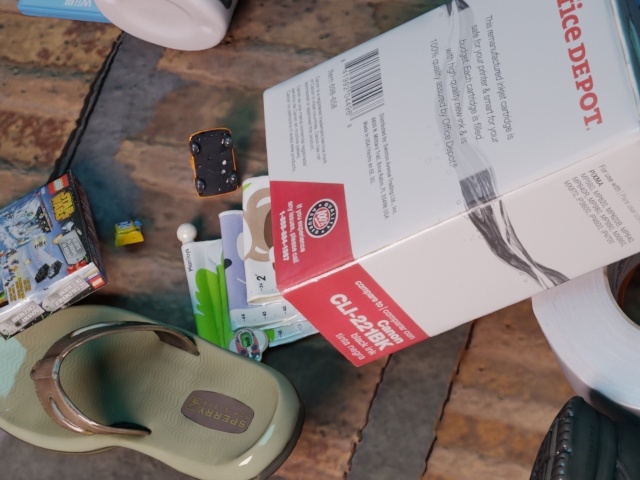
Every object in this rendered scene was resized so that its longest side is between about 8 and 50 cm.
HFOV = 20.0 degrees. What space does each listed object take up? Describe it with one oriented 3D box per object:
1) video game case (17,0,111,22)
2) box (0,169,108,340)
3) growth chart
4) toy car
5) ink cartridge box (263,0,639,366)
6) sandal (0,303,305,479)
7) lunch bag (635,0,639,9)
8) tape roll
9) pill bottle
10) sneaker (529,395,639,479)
[{"bbox_3d":[-0.188,-0.267,1.595,0.119,0.015,0.166,8,68,23],"label":"video game case"},{"bbox_3d":[-0.222,0.010,1.435,0.094,0.027,0.137,-29,37,5],"label":"box"},{"bbox_3d":[0.000,0.000,1.391,0.237,0.021,0.172,-24,58,7],"label":"growth chart"},{"bbox_3d":[-0.121,-0.049,1.441,0.122,0.060,0.040,-27,27,-2],"label":"toy car"},{"bbox_3d":[0.107,-0.061,1.257,0.273,0.114,0.197,-24,46,21],"label":"ink cartridge box"},{"bbox_3d":[-0.144,0.101,1.336,0.303,0.086,0.120,6,68,38],"label":"sandal"},{"bbox_3d":[0.228,-0.313,1.303,0.138,0.293,0.221,-3,64,19],"label":"lunch bag"},{"bbox_3d":[0.258,0.030,1.252,0.219,0.072,0.219,-9,61,16],"label":"tape roll"},{"bbox_3d":[-0.104,-0.274,1.507,0.119,0.119,0.208,8,67,23],"label":"pill bottle"},{"bbox_3d":[0.190,0.233,1.135,0.130,0.109,0.286,15,58,-3],"label":"sneaker"}]
